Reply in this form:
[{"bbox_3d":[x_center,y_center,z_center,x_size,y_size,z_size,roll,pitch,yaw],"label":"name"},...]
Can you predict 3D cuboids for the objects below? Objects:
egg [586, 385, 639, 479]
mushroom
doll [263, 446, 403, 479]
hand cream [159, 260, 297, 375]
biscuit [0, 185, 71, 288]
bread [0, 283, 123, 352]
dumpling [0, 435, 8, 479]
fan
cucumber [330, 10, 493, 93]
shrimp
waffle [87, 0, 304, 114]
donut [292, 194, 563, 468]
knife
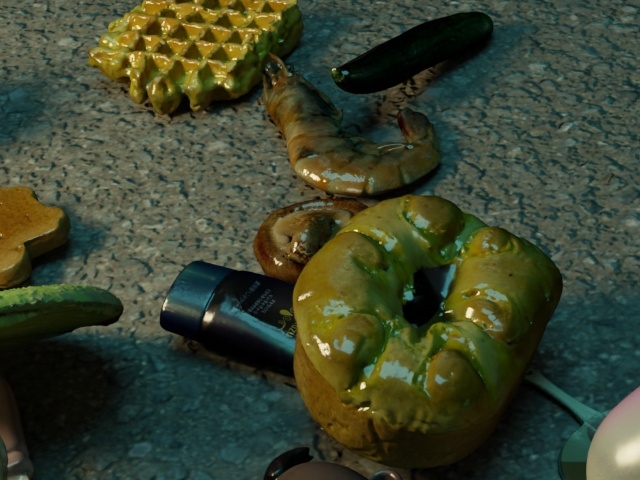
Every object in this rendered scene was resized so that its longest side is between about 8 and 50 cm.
[{"bbox_3d":[0.338,0.162,1.352,0.271,0.196,0.196,3,37,13],"label":"egg"},{"bbox_3d":[0.000,0.000,1.734,0.127,0.087,0.127,-4,39,3],"label":"mushroom"},{"bbox_3d":[-0.034,0.257,1.355,0.257,0.117,0.182,-31,43,-29],"label":"doll"},{"bbox_3d":[-0.011,0.088,1.652,0.270,0.061,0.120,17,40,18],"label":"hand cream"},{"bbox_3d":[-0.366,0.020,1.822,0.225,0.036,0.166,-33,42,-27],"label":"biscuit"},{"bbox_3d":[-0.320,0.077,1.578,0.301,0.045,0.301,-12,-5,-1],"label":"bread"},{"bbox_3d":[-0.373,0.199,1.412,0.242,0.318,0.187,-8,-3,10],"label":"dumpling"},{"bbox_3d":[0.249,0.163,1.526,0.152,0.008,0.226,-27,41,-25],"label":"fan"},{"bbox_3d":[0.104,-0.210,2.012,0.056,0.056,0.284,21,32,35],"label":"cucumber"},{"bbox_3d":[0.029,-0.134,1.955,0.169,0.058,0.296,-7,36,-15],"label":"shrimp"},{"bbox_3d":[-0.165,-0.220,2.100,0.229,0.057,0.219,9,39,23],"label":"waffle"},{"bbox_3d":[0.083,0.075,1.548,0.208,0.128,0.261,29,44,16],"label":"donut"},{"bbox_3d":[-0.265,0.221,1.518,0.081,0.043,0.336,-23,40,-11],"label":"knife"}]
